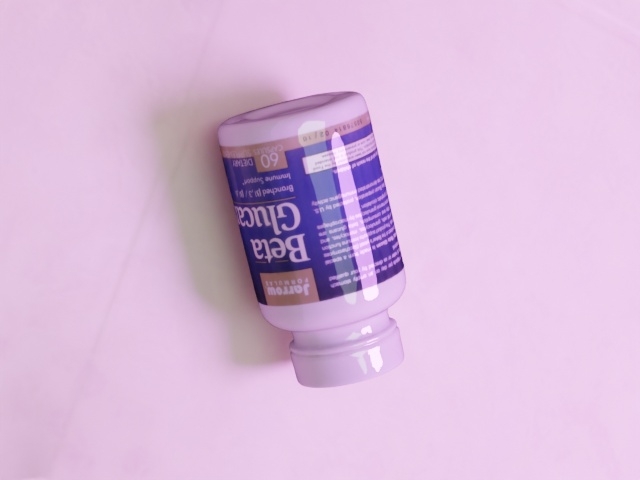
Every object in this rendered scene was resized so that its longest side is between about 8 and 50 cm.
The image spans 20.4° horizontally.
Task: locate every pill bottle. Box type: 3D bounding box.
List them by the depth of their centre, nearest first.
[{"bbox_3d":[0.000,0.000,1.091,0.094,0.094,0.169,-19,102,-27],"label":"pill bottle"}]
